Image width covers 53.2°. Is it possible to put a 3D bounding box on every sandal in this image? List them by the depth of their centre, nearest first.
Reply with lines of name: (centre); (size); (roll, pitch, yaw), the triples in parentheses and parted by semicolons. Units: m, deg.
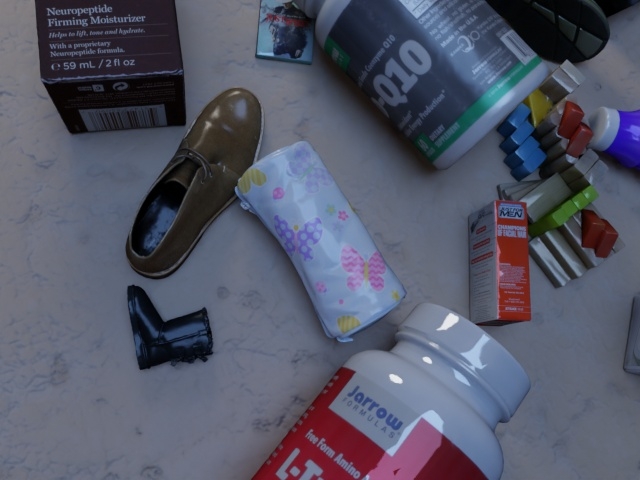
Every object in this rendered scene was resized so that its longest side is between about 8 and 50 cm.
sandal: (0.329, -0.395, 1.012); (0.303, 0.120, 0.086); (34, 61, -1)

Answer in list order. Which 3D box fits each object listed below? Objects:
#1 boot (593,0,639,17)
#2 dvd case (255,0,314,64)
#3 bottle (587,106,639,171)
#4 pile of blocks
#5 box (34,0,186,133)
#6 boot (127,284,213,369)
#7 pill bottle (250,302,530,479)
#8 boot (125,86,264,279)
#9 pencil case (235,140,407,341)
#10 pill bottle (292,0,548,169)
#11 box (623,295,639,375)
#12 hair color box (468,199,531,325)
boot: (0.554, -0.621, 1.092); (0.445, 0.146, 0.367); (-33, 83, -10)
dvd case: (-0.052, -0.332, 0.982); (0.087, 0.013, 0.119); (6, 76, -8)
bottle: (0.560, -0.145, 1.002); (0.283, 0.092, 0.118); (13, 77, -6)
pile of blocks: (0.349, -0.117, 0.951); (0.149, 0.112, 0.362); (-10, 79, -12)
box: (-0.274, -0.270, 0.851); (0.169, 0.167, 0.203); (-7, 79, -11)
boot: (-0.197, 0.110, 0.845); (0.099, 0.045, 0.121); (-11, 87, -9)
pill bottle: (0.064, 0.282, 0.756); (0.229, 0.229, 0.407); (40, 74, 1)
boot: (-0.161, -0.091, 0.860); (0.112, 0.115, 0.305); (28, 74, -1)
pencil case: (0.000, 0.000, 0.866); (0.124, 0.113, 0.273); (-32, 85, -20)
pill bottle: (0.124, -0.293, 0.905); (0.204, 0.204, 0.361); (-42, 87, -15)
box: (0.607, 0.156, 0.874); (0.262, 0.231, 0.126); (16, 76, -5)
hair color box: (0.253, 0.035, 0.912); (0.053, 0.093, 0.167); (3, 78, -10)
